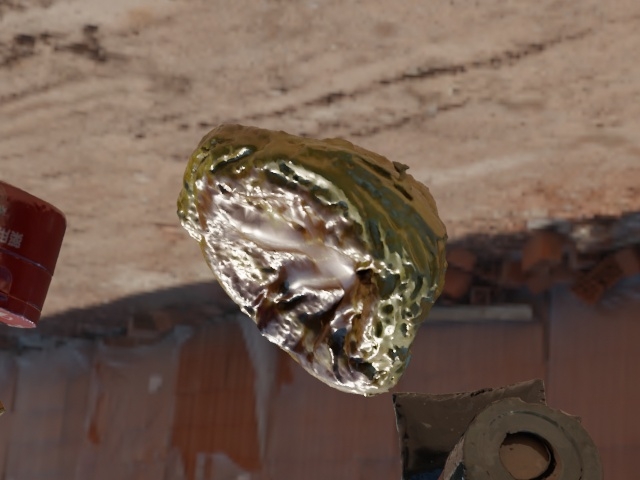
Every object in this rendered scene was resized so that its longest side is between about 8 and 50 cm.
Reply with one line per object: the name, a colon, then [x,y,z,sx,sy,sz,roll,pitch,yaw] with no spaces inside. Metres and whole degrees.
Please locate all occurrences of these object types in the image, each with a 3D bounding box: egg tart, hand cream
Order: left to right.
hand cream: [-0.424,0.007,1.486,0.230,0.149,0.230,14,165,4]
egg tart: [0.000,0.000,1.326,0.339,0.153,0.351,34,144,22]

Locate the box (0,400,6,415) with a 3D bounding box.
box: [-0.633,0.211,1.679,0.283,0.259,0.214,-27,170,-44]

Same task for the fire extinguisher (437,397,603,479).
fire extinguisher: [0.148,0.269,1.082,0.200,0.113,0.376,-17,148,-28]

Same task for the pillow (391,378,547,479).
pillow: [0.204,0.256,1.652,0.208,0.141,0.055,-6,148,1]
